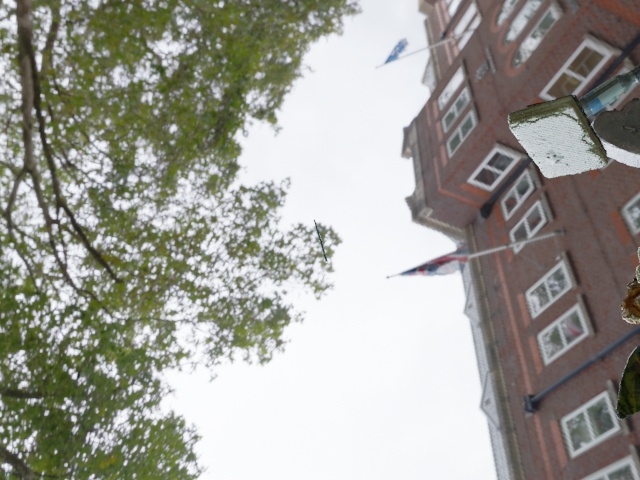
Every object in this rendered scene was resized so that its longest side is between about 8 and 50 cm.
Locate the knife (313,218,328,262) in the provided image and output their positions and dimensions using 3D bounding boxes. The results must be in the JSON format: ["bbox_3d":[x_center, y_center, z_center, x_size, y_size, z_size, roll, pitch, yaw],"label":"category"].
[{"bbox_3d":[0.000,0.000,1.110,0.005,0.014,0.090,-18,-108,7],"label":"knife"}]

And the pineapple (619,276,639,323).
[{"bbox_3d":[1.042,0.172,1.784,0.186,0.236,0.115,40,169,-36],"label":"pineapple"}]

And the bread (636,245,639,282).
[{"bbox_3d":[0.942,0.092,1.532,0.251,0.039,0.181,34,-116,-15],"label":"bread"}]

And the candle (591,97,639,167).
[{"bbox_3d":[0.810,-0.275,1.504,0.193,0.068,0.168,-20,-107,-5],"label":"candle"}]

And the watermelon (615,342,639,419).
[{"bbox_3d":[0.822,0.310,1.406,0.304,0.159,0.128,-17,-115,-38],"label":"watermelon"}]

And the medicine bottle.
[{"bbox_3d":[0.829,-0.427,1.633,0.090,0.209,0.053,8,-127,-59],"label":"medicine bottle"}]

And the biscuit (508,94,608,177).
[{"bbox_3d":[0.439,-0.184,1.056,0.199,0.121,0.040,34,-121,-40],"label":"biscuit"}]
